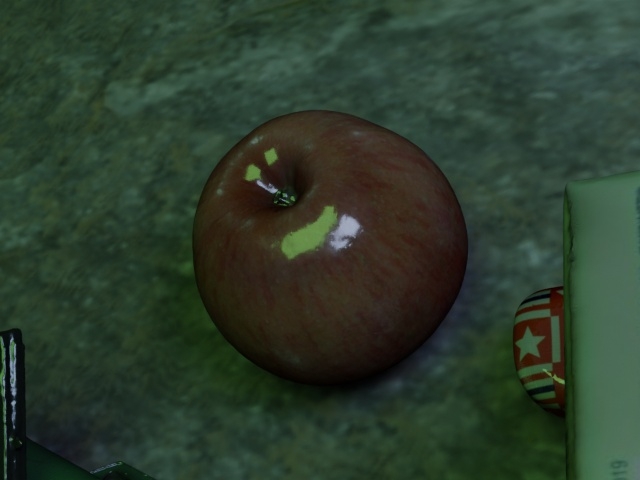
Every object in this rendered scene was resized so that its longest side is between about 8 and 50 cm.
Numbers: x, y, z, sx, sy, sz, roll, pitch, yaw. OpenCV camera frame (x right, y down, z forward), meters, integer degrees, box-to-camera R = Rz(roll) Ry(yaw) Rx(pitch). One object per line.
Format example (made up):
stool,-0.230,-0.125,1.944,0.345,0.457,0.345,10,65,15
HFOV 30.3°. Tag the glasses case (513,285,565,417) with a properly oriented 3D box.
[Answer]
glasses case,0.192,0.053,0.574,0.194,0.049,0.073,-6,62,22

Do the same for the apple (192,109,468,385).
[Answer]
apple,0.000,0.000,0.651,0.153,0.120,0.153,-12,57,19

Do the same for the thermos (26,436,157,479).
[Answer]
thermos,-0.139,0.162,0.657,0.187,0.083,0.073,21,97,31

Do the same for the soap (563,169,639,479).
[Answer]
soap,0.168,0.093,0.415,0.138,0.182,0.199,-8,55,22

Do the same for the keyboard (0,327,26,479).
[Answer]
keyboard,-0.189,0.204,0.619,0.100,0.018,0.310,-11,76,28
